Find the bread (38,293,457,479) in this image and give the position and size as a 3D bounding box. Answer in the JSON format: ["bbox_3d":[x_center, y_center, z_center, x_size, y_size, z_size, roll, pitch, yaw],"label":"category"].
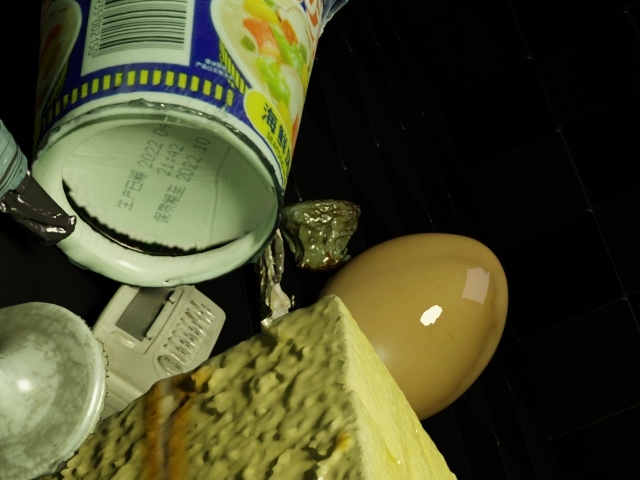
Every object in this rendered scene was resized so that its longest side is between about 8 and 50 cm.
[{"bbox_3d":[-0.045,0.212,0.840,0.198,0.263,0.236,53,15,-24],"label":"bread"}]

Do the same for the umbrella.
[{"bbox_3d":[-0.254,-0.081,1.013,0.053,0.052,0.250,29,-18,47],"label":"umbrella"}]

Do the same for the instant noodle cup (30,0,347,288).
[{"bbox_3d":[-0.118,-0.138,1.219,0.284,0.284,0.312,54,25,-39],"label":"instant noodle cup"}]

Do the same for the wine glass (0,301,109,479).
[{"bbox_3d":[-0.218,0.044,0.772,0.241,0.126,0.126,49,21,-58],"label":"wine glass"}]

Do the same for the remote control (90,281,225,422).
[{"bbox_3d":[-0.135,0.083,1.159,0.090,0.049,0.230,34,18,-4],"label":"remote control"}]

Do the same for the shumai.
[{"bbox_3d":[0.001,0.000,1.780,0.124,0.099,0.087,17,66,-70],"label":"shumai"}]

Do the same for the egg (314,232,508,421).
[{"bbox_3d":[0.105,0.094,1.701,0.201,0.244,0.201,50,9,-11],"label":"egg"}]

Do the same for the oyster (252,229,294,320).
[{"bbox_3d":[-0.067,0.013,1.596,0.106,0.061,0.200,77,3,-50],"label":"oyster"}]
